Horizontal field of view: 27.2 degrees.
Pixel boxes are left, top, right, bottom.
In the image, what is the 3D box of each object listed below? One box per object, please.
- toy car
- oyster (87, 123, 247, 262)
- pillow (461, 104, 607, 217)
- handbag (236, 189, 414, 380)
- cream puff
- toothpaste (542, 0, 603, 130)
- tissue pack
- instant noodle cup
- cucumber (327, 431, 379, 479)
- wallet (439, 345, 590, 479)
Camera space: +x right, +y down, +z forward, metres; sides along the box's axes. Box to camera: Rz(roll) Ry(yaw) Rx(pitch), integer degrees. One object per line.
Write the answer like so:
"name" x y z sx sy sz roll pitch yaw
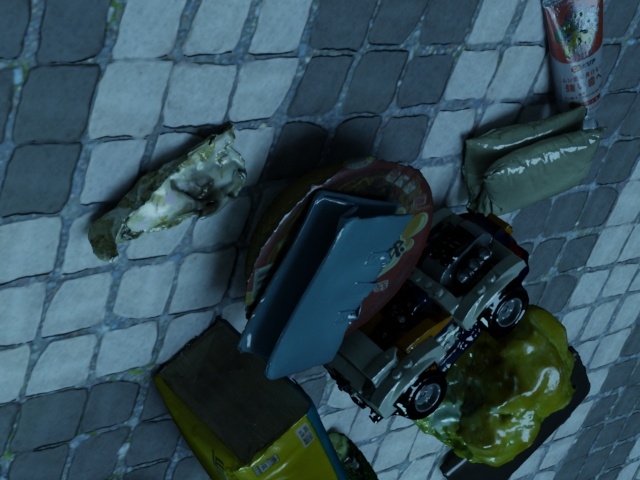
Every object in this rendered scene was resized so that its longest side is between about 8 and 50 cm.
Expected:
"toy car" 0.128 0.082 1.681 0.301 0.193 0.118 -46 138 -6
"oyster" -0.155 -0.057 1.379 0.200 0.061 0.106 -20 119 -37
"pillow" 0.276 -0.100 1.730 0.181 0.078 0.134 -19 145 -12
"handbag" 0.009 0.052 1.484 0.144 0.057 0.221 2 122 -50
"cream puff" 0.233 0.174 1.816 0.185 0.282 0.282 -4 126 -45
"toothpaste" 0.329 -0.233 1.702 0.089 0.057 0.234 -25 134 -12
"tissue pack" -0.078 0.250 1.621 0.134 0.192 0.271 -39 143 -13
"instant noodle cup" 0.000 0.000 1.545 0.274 0.091 0.274 -27 140 -26
"cucumber" 0.046 0.338 1.956 0.058 0.058 0.187 -41 143 -9
"wallet" 0.336 0.317 2.245 0.309 0.042 0.165 -43 143 -8
